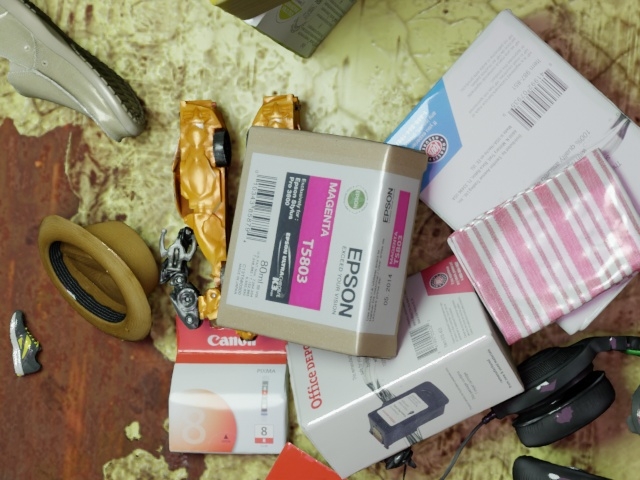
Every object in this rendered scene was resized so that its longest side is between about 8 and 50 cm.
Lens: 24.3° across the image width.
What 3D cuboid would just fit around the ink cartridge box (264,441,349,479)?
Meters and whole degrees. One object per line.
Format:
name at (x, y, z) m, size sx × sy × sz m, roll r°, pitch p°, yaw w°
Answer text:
ink cartridge box at (-0.025, 0.389, 1.778) m, size 0.189 × 0.066 × 0.232 m, roll 31°, pitch 111°, yaw 7°

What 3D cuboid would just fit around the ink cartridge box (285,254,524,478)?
ink cartridge box at (0.091, 0.142, 1.705) m, size 0.237 × 0.172 × 0.100 m, roll -27°, pitch 122°, yaw 9°

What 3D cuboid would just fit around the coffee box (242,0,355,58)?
coffee box at (-0.065, -0.441, 1.638) m, size 0.337 × 0.338 × 0.334 m, roll 41°, pitch 97°, yaw 5°

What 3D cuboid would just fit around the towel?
towel at (0.255, 0.008, 1.626) m, size 0.197 × 0.029 × 0.144 m, roll -31°, pitch 88°, yaw 10°

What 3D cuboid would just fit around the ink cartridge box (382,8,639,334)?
ink cartridge box at (0.251, -0.077, 1.704) m, size 0.307 × 0.129 × 0.223 m, roll 43°, pitch 97°, yaw 5°

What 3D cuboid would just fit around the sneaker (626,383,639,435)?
sneaker at (0.472, 0.155, 1.633) m, size 0.276 × 0.135 × 0.098 m, roll -17°, pitch 90°, yaw -14°

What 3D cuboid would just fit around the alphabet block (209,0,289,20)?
alphabet block at (-0.033, -0.332, 1.372) m, size 0.197 × 0.193 × 0.192 m, roll -22°, pitch 89°, yaw 8°

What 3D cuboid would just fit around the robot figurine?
robot figurine at (-0.088, -0.025, 1.781) m, size 0.211 × 0.085 × 0.291 m, roll -2°, pitch 90°, yaw 9°

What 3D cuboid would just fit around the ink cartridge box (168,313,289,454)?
ink cartridge box at (-0.110, 0.169, 1.811) m, size 0.145 × 0.045 × 0.179 m, roll 0°, pitch 94°, yaw 8°

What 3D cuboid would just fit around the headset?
headset at (0.267, 0.237, 1.730) m, size 0.394 × 0.185 × 0.243 m, roll -4°, pitch 87°, yaw -6°

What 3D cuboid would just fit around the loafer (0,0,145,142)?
loafer at (-0.323, -0.202, 1.811) m, size 0.268 × 0.102 × 0.092 m, roll 43°, pitch 98°, yaw 15°

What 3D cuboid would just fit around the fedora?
fedora at (-0.256, 0.031, 1.796) m, size 0.194 × 0.194 × 0.079 m, roll 47°, pitch 57°, yaw 5°

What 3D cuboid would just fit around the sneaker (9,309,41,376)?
sneaker at (-0.368, 0.127, 1.860) m, size 0.035 × 0.031 × 0.083 m, roll -6°, pitch 95°, yaw -5°

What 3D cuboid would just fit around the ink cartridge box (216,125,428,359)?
ink cartridge box at (0.000, 0.000, 1.650) m, size 0.193 × 0.088 × 0.235 m, roll 9°, pitch 90°, yaw 33°
